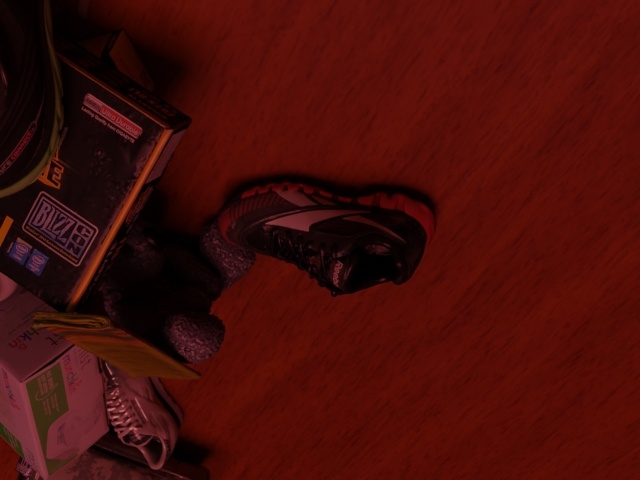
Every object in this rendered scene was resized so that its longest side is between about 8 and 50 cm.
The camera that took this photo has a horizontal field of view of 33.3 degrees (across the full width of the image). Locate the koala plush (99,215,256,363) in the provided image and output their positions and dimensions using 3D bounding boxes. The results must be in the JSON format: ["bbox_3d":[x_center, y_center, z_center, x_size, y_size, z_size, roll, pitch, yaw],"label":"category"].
[{"bbox_3d":[-0.238,0.035,1.358,0.203,0.196,0.221,-16,132,37],"label":"koala plush"}]

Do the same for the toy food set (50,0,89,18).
[{"bbox_3d":[-0.318,-0.284,1.187,0.122,0.019,0.078,17,133,-5],"label":"toy food set"}]

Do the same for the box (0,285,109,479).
[{"bbox_3d":[-0.412,0.160,1.460,0.231,0.127,0.262,38,146,23],"label":"box"}]

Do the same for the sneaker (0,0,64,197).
[{"bbox_3d":[-0.359,-0.271,1.014,0.185,0.202,0.483,-7,101,14],"label":"sneaker"}]

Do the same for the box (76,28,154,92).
[{"bbox_3d":[-0.320,-0.174,1.264,0.232,0.058,0.087,-12,128,20],"label":"box"}]

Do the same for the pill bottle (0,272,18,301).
[{"bbox_3d":[-0.418,0.000,1.332,0.121,0.216,0.121,6,134,7],"label":"pill bottle"}]

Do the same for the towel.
[{"bbox_3d":[-0.235,0.131,1.264,0.102,0.021,0.237,3,160,22],"label":"towel"}]

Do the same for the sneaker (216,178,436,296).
[{"bbox_3d":[0.000,0.000,1.311,0.276,0.135,0.097,5,135,8],"label":"sneaker"}]

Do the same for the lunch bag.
[{"bbox_3d":[-0.349,0.421,1.726,0.305,0.212,0.256,24,118,-11],"label":"lunch bag"}]

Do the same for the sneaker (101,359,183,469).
[{"bbox_3d":[-0.290,0.245,1.621,0.090,0.095,0.235,-19,125,28],"label":"sneaker"}]

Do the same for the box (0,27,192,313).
[{"bbox_3d":[-0.342,-0.109,1.195,0.322,0.079,0.257,34,110,4],"label":"box"}]
